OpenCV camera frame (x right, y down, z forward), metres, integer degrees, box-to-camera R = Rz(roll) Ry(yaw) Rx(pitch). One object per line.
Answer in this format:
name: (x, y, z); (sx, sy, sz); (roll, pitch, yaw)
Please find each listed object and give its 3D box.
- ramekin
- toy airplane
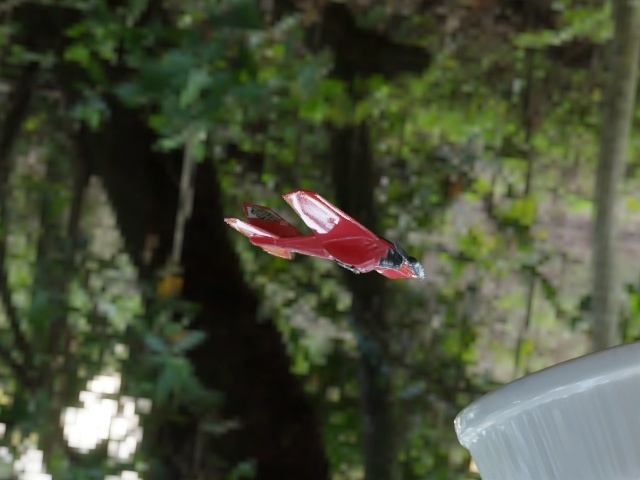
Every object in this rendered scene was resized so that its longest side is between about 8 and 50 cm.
ramekin: (0.263, 0.180, 1.620); (0.273, 0.127, 0.273); (-14, 164, -4)
toy airplane: (0.000, 0.000, 1.191); (0.151, 0.028, 0.151); (22, 169, 4)
